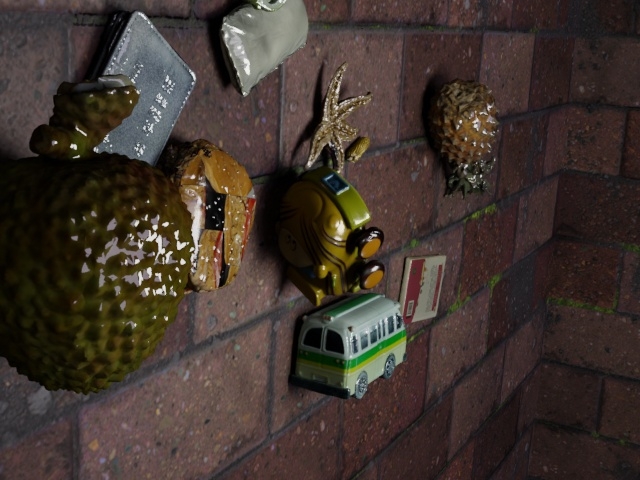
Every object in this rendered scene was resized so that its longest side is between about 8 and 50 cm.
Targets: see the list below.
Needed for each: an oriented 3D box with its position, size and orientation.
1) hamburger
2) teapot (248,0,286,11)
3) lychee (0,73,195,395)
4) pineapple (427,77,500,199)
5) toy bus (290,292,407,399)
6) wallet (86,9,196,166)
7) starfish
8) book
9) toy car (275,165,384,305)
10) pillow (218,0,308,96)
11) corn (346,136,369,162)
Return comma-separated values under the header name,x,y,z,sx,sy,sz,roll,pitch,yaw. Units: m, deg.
name,x,y,z,sx,sy,sz,roll,pitch,yaw
hamburger,-0.172,-0.029,1.298,0.231,0.106,0.231,-7,98,-59
teapot,-0.091,-0.386,1.323,0.124,0.092,0.091,19,94,-18
lychee,-0.259,0.008,0.973,0.270,0.270,0.320,-54,132,-40
pineapple,0.339,-0.225,2.175,0.361,0.175,0.175,81,30,-56
toy bus,0.067,0.197,1.793,0.276,0.133,0.165,-19,116,-60
wallet,-0.246,-0.169,1.176,0.167,0.036,0.222,49,56,-57
starfish,0.021,-0.208,1.659,0.238,0.057,0.213,-42,138,-43
book,0.247,0.117,2.235,0.232,0.022,0.162,-3,104,-62
toy car,0.000,0.000,1.568,0.142,0.200,0.248,-31,141,-20
pillow,-0.082,-0.323,1.419,0.229,0.051,0.128,-49,139,-46
corn,0.073,-0.177,1.795,0.083,0.027,0.028,-51,158,-47
